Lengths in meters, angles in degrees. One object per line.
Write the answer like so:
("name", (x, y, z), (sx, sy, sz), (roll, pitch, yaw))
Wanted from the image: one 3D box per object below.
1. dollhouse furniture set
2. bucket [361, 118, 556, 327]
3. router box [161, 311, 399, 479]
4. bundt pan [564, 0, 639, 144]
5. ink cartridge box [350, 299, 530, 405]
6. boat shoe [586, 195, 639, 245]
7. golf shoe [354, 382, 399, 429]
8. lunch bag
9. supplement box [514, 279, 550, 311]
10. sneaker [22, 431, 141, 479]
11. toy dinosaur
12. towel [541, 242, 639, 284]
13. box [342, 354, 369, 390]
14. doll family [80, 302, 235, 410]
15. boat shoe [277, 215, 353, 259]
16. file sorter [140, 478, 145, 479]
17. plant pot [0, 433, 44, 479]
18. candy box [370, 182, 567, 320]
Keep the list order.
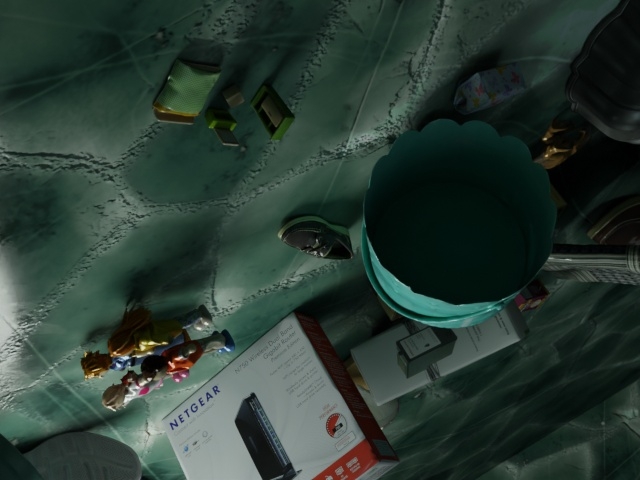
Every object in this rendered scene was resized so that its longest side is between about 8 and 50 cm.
("dollhouse furniture set", (-0.107, -0.146, 1.041), (0.152, 0.058, 0.076), (0, 138, -45))
("bucket", (0.189, -0.012, 1.333), (0.281, 0.281, 0.183), (-27, 160, -8))
("router box", (-0.079, 0.342, 1.593), (0.335, 0.301, 0.082), (-41, 151, 16))
("bundt pan", (0.545, -0.270, 1.422), (0.331, 0.124, 0.331), (-24, 152, -14))
("ink cartridge box", (0.226, 0.185, 1.734), (0.289, 0.121, 0.211), (-28, 171, 15))
("boat shoe", (0.695, -0.008, 1.985), (0.342, 0.123, 0.123), (3, 136, -47))
("golf shoe", (0.040, 0.310, 1.833), (0.306, 0.115, 0.140), (-2, 101, -40))
("lunch bag", (0.228, -0.207, 1.281), (0.071, 0.053, 0.083), (-20, 175, -22))
("supplement box", (0.450, 0.123, 2.037), (0.083, 0.043, 0.055), (-9, 146, -35))
("sneaker", (-0.466, 0.416, 1.544), (0.321, 0.124, 0.180), (-2, 145, -26))
("toy dinosaur", (0.372, -0.136, 1.527), (0.211, 0.064, 0.112), (-26, 153, -10))
("towel", (0.496, 0.049, 1.577), (0.312, 0.056, 0.324), (1, 174, 33))
("box", (0.061, 0.297, 1.952), (0.201, 0.021, 0.164), (-42, 148, 22))
("doll family", (-0.257, 0.159, 1.356), (0.163, 0.118, 0.263), (-17, 167, -37))
("boat shoe", (0.000, 0.000, 1.389), (0.152, 0.049, 0.056), (6, 134, -49))
("file sorter", (-0.380, 0.535, 1.811), (0.118, 0.104, 0.170), (-30, 152, -2))
("plant pot", (-0.500, 0.359, 1.270), (0.196, 0.293, 0.293), (-47, 162, -31))
("candy box", (0.252, 0.009, 1.612), (0.316, 0.087, 0.183), (-21, 152, -21))
